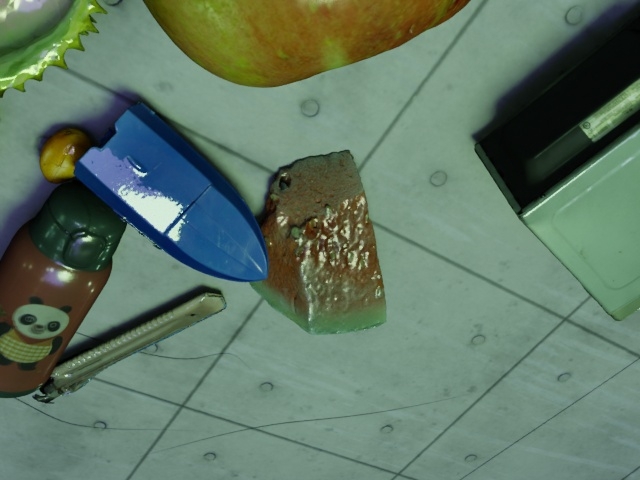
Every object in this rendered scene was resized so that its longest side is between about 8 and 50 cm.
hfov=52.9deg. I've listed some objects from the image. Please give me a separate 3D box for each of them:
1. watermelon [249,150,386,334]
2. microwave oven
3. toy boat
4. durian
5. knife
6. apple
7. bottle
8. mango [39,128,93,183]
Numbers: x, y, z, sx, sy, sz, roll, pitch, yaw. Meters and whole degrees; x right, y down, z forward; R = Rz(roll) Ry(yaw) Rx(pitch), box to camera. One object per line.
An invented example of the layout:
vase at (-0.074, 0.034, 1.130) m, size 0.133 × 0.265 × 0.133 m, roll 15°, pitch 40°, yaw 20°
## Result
watermelon at (0.000, 0.000, 0.928) m, size 0.193 × 0.140 × 0.256 m, roll -4°, pitch 119°, yaw -15°
microwave oven at (0.424, -0.124, 0.819) m, size 0.355 × 0.218 × 0.286 m, roll -41°, pitch 119°, yaw 21°
toy boat at (-0.176, -0.040, 0.859) m, size 0.129 × 0.088 × 0.295 m, roll -48°, pitch 114°, yaw -4°
durian at (-0.379, -0.235, 0.634) m, size 0.352 × 0.158 × 0.169 m, roll -19°, pitch 159°, yaw -21°
knife at (-0.313, 0.168, 1.043) m, size 0.365 × 0.043 × 0.089 m, roll -28°, pitch 157°, yaw 10°
apple at (-0.016, -0.306, 0.565) m, size 0.340 × 0.339 × 0.339 m, roll -4°, pitch 126°, yaw -5°
bottle at (-0.387, 0.063, 0.896) m, size 0.144 × 0.144 × 0.336 m, roll 26°, pitch 116°, yaw -24°
mango at (-0.332, -0.107, 0.836) m, size 0.060 × 0.046 × 0.089 m, roll 28°, pitch 120°, yaw -25°
